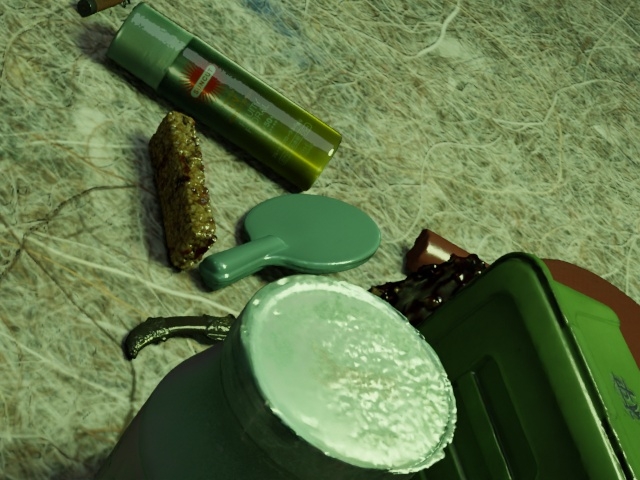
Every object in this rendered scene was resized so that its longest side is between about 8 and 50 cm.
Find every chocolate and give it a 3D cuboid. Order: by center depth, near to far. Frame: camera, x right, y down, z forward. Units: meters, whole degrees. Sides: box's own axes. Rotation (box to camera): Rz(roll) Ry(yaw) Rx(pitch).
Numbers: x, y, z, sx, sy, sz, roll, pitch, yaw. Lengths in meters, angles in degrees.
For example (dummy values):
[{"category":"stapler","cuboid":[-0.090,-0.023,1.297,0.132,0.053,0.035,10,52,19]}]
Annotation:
[{"category":"chocolate","cuboid":[0.137,0.070,1.765,0.156,0.133,0.156,24,36,-19]}]

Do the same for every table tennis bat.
[{"category":"table tennis bat","cuboid":[-0.037,0.004,1.748,0.149,0.038,0.237,32,37,31]},{"category":"table tennis bat","cuboid":[0.287,0.108,1.916,0.414,0.051,0.268,30,38,-13]}]

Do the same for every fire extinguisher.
[{"category":"fire extinguisher","cuboid":[-0.258,-0.287,1.916,0.083,0.022,0.028,-34,113,-52]}]

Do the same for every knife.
[{"category":"knife","cuboid":[-0.108,0.091,1.632,0.222,0.021,0.045,-6,53,-37]}]

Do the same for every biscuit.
[{"category":"biscuit","cuboid":[-0.150,-0.056,1.720,0.034,0.064,0.199,14,42,-29]}]

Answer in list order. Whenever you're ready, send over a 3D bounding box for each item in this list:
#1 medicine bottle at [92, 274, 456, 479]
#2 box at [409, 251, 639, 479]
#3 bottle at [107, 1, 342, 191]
[{"category":"medicine bottle","cuboid":[-0.039,0.193,1.355,0.245,0.290,0.245,22,40,-19]},{"category":"box","cuboid":[0.220,0.210,1.599,0.178,0.253,0.329,20,41,-41]},{"category":"bottle","cuboid":[-0.112,-0.168,1.856,0.286,0.082,0.082,34,37,-4]}]
